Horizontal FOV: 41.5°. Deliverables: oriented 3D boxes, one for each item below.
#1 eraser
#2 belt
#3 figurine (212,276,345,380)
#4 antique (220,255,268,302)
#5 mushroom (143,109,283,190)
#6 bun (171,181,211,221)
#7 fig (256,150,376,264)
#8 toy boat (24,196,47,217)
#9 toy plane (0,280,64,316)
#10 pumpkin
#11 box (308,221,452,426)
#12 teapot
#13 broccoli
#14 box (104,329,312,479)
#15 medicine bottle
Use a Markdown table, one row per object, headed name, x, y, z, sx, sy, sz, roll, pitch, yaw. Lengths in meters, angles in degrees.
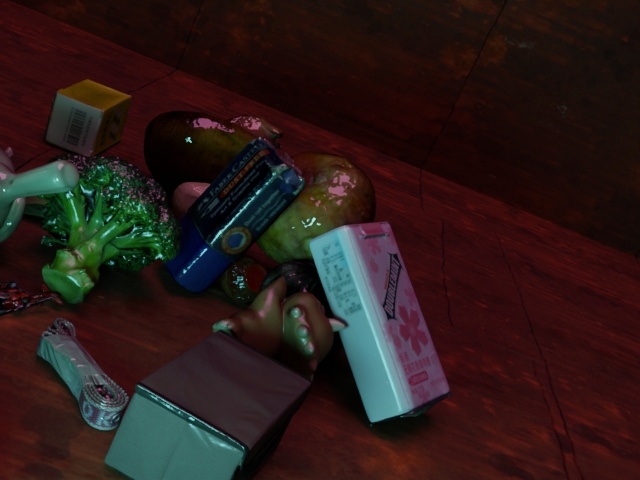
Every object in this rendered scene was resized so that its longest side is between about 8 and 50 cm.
| name | x | y | z | sx | sy | sz | roll | pitch | yaw |
| --- | --- | --- | --- | --- | --- | --- | --- | --- | --- |
| eraser | -0.184 | -0.054 | 1.727 | 0.101 | 0.332 | 0.155 | 39 | 9 | -41 |
| belt | -0.373 | 0.201 | 1.301 | 0.071 | 0.053 | 0.232 | 0 | 31 | -45 |
| figurine | -0.076 | 0.185 | 1.485 | 0.173 | 0.177 | 0.247 | 45 | 33 | 10 |
| antique | -0.161 | 0.080 | 1.764 | 0.104 | 0.104 | 0.104 | 20 | 21 | -8 |
| mushroom | -0.272 | -0.229 | 2.131 | 0.346 | 0.259 | 0.345 | 17 | -19 | 6 |
| bun | -0.248 | -0.053 | 1.950 | 0.220 | 0.134 | 0.220 | 19 | 16 | -6 |
| fig | 0.000 | 0.000 | 1.879 | 0.286 | 0.368 | 0.286 | -11 | 33 | 7 |
| toy boat | -0.553 | -0.065 | 1.748 | 0.185 | 0.071 | 0.089 | 21 | -22 | -6 |
| toy plane | -0.507 | 0.099 | 1.434 | 0.060 | 0.037 | 0.145 | 41 | 28 | 30 |
| pumpkin | -0.020 | 0.131 | 1.696 | 0.221 | 0.161 | 0.220 | 19 | 16 | -6 |
| box | 0.113 | 0.153 | 1.588 | 0.190 | 0.112 | 0.369 | -5 | 74 | -54 |
| teapot | -0.577 | -0.069 | 1.484 | 0.318 | 0.220 | 0.149 | 15 | -9 | 47 |
| broccoli | -0.422 | -0.027 | 1.581 | 0.298 | 0.297 | 0.297 | 25 | 47 | 6 |
| box | -0.156 | 0.263 | 1.234 | 0.188 | 0.153 | 0.252 | 28 | 20 | 10 |
| medicine bottle | -0.610 | -0.323 | 2.231 | 0.141 | 0.137 | 0.250 | 22 | 19 | -2 |
